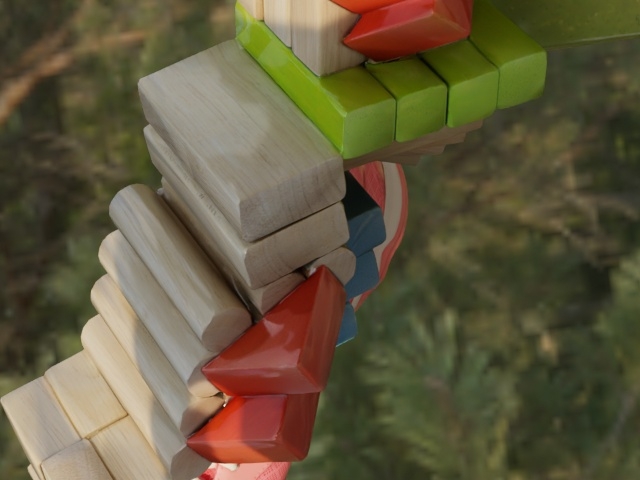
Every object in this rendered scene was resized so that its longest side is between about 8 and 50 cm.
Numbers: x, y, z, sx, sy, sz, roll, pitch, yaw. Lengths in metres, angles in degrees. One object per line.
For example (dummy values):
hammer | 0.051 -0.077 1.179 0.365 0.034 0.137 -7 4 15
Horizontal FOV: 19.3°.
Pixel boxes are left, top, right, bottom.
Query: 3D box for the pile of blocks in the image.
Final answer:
pile of blocks | 0.000 0.000 0.695 0.112 0.149 0.362 50 126 42

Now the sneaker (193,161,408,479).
sneaker | -0.057 0.067 0.891 0.136 0.116 0.314 59 -128 -76

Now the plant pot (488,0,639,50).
plant pot | 0.081 -0.228 0.803 0.275 0.274 0.294 -51 -45 -84
